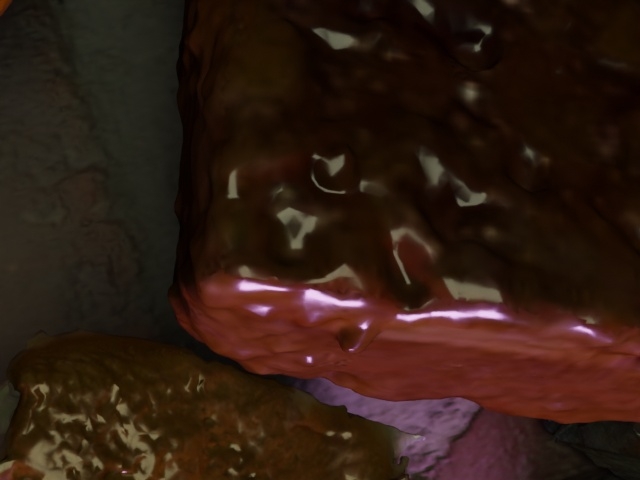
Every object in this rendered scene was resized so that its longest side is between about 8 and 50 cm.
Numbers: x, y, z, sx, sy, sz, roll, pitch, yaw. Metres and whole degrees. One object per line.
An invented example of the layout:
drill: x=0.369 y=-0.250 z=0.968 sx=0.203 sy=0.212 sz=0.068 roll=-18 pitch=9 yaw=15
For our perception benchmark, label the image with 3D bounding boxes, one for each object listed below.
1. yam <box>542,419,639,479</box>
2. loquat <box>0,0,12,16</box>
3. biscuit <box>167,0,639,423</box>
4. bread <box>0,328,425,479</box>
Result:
yam: x=0.310 y=0.090 z=0.709 sx=0.202 sy=0.271 sz=0.201 roll=32 pitch=80 yaw=-16
loquat: x=-0.294 y=-0.218 z=0.564 sx=0.328 sy=0.328 sz=0.328 roll=0 pitch=88 yaw=-12
biscuit: x=0.082 y=-0.091 z=0.650 sx=0.343 sy=0.166 sz=0.395 roll=9 pitch=59 yaw=-13
bread: x=-0.104 y=0.211 z=0.629 sx=0.250 sy=0.225 sz=0.279 roll=17 pitch=73 yaw=-16
